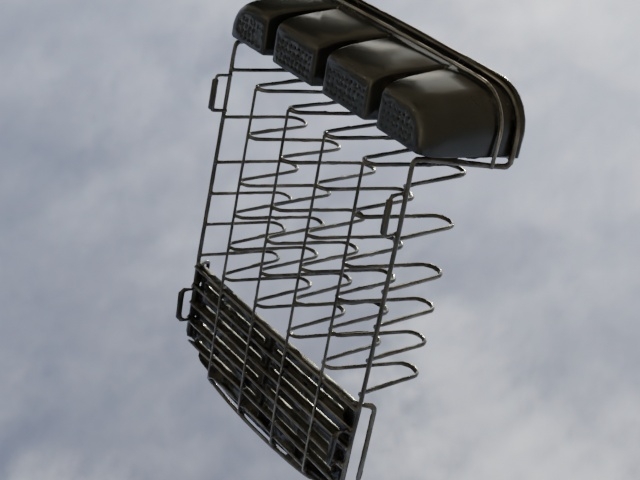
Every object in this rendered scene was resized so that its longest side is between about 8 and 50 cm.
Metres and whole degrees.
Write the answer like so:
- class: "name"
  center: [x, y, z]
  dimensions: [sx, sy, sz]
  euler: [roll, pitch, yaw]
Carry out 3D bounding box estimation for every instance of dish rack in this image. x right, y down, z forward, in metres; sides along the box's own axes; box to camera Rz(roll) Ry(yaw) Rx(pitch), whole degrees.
- class: "dish rack"
  center: [0.000, 0.000, 0.778]
  dimensions: [0.074, 0.271, 0.208]
  euler: [-7, -149, -35]
